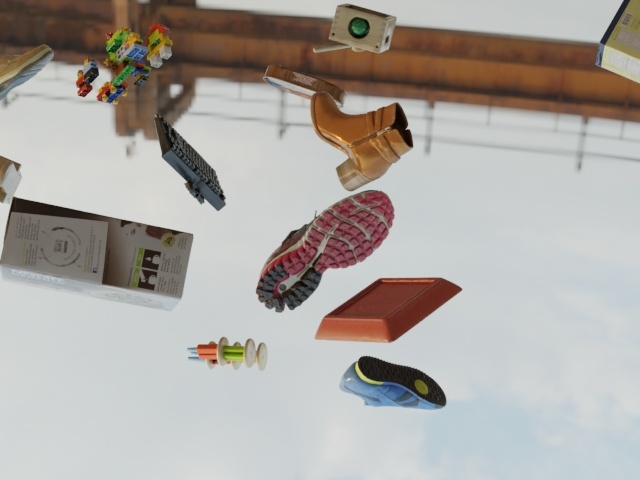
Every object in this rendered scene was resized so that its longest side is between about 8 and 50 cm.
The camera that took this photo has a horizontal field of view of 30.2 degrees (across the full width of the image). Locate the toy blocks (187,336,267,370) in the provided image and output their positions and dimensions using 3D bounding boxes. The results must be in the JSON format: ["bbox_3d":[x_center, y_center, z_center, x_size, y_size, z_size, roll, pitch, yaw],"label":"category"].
[{"bbox_3d":[-0.184,0.205,2.148,0.148,0.054,0.123,0,169,16],"label":"toy blocks"}]

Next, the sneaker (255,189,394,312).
[{"bbox_3d":[0.000,0.000,2.125,0.299,0.121,0.112,-35,-157,18],"label":"sneaker"}]

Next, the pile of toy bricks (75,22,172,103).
[{"bbox_3d":[-0.383,-0.355,2.252,0.118,0.212,0.105,11,-124,-42],"label":"pile of toy bricks"}]

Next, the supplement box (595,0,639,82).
[{"bbox_3d":[0.404,-0.250,1.487,0.083,0.083,0.056,27,165,17],"label":"supplement box"}]

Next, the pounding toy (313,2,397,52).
[{"bbox_3d":[0.072,-0.424,2.427,0.130,0.100,0.141,17,-163,9],"label":"pounding toy"}]

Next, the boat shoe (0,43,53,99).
[{"bbox_3d":[-0.616,-0.339,2.331,0.190,0.072,0.068,-33,176,6],"label":"boat shoe"}]

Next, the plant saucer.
[{"bbox_3d":[0.145,0.147,2.663,0.259,0.048,0.258,-31,-161,-37],"label":"plant saucer"}]

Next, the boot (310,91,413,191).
[{"bbox_3d":[0.073,-0.198,2.019,0.152,0.197,0.073,-34,164,36],"label":"boot"}]

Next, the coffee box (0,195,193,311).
[{"bbox_3d":[-0.375,0.027,1.974,0.297,0.119,0.168,12,167,-12],"label":"coffee box"}]

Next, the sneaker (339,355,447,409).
[{"bbox_3d":[0.130,0.272,2.151,0.209,0.082,0.069,20,-141,-25],"label":"sneaker"}]

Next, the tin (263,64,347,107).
[{"bbox_3d":[-0.033,-0.339,2.605,0.189,0.040,0.106,20,180,7],"label":"tin"}]

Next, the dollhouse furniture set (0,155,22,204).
[{"bbox_3d":[-0.752,-0.075,2.073,0.355,0.303,0.174,23,167,-3],"label":"dollhouse furniture set"}]

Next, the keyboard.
[{"bbox_3d":[-0.184,-0.103,1.717,0.023,0.180,0.108,-23,-121,13],"label":"keyboard"}]
